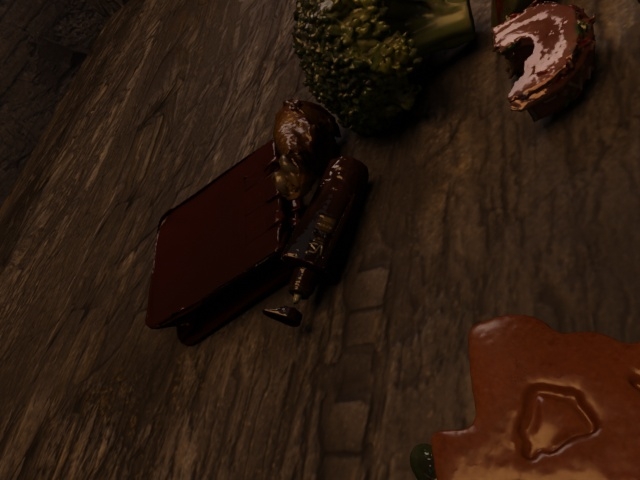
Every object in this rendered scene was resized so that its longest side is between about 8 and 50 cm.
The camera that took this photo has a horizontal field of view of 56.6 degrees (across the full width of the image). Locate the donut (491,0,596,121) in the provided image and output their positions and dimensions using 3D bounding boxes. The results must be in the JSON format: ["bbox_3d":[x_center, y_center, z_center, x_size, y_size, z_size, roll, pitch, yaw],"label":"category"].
[{"bbox_3d":[0.261,-0.211,0.675,0.117,0.065,0.166,-28,42,31],"label":"donut"}]

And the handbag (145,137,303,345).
[{"bbox_3d":[-0.145,0.001,0.909,0.275,0.084,0.260,-34,38,21],"label":"handbag"}]

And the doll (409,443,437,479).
[{"bbox_3d":[0.100,0.219,0.465,0.115,0.077,0.150,-46,23,-12],"label":"doll"}]

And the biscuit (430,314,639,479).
[{"bbox_3d":[0.170,0.179,0.364,0.283,0.043,0.306,24,65,39],"label":"biscuit"}]

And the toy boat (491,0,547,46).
[{"bbox_3d":[0.268,-0.339,0.780,0.089,0.071,0.185,22,71,9],"label":"toy boat"}]

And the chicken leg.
[{"bbox_3d":[-0.030,-0.128,0.852,0.087,0.107,0.252,-54,13,28],"label":"chicken leg"}]

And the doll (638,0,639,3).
[{"bbox_3d":[0.368,-0.285,0.612,0.088,0.102,0.179,3,50,2],"label":"doll"}]

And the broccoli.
[{"bbox_3d":[0.066,-0.298,0.836,0.259,0.235,0.288,-11,88,44],"label":"broccoli"}]

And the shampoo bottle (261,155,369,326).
[{"bbox_3d":[-0.002,-0.001,0.765,0.068,0.067,0.236,7,61,27],"label":"shampoo bottle"}]
